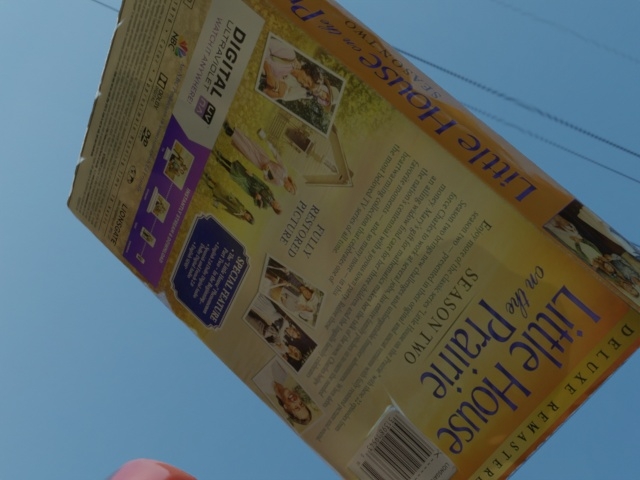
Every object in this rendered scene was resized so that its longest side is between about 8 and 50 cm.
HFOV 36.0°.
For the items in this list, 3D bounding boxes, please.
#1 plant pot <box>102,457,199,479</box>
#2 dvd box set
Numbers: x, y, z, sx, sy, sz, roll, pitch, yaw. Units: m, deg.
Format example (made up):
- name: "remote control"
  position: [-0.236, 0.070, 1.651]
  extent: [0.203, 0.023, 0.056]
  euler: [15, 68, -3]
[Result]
- name: "plant pot"
  position: [-0.122, 0.265, 0.619]
  extent: [0.191, 0.174, 0.191]
  euler: [25, -44, 27]
- name: "dvd box set"
  position: [0.000, 0.000, 0.712]
  extent: [0.420, 0.062, 0.308]
  euler: [42, -46, 15]
